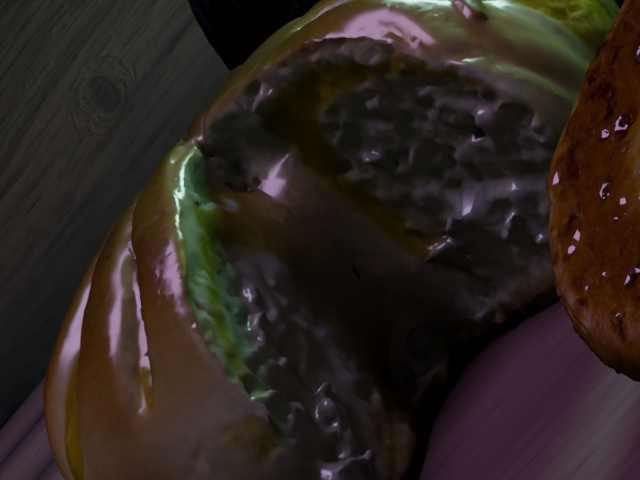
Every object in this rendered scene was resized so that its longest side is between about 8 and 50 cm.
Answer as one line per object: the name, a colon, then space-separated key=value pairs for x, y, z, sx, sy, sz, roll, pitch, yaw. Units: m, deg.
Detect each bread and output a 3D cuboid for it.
bread: x=0.000 y=0.000 z=0.837 sx=0.333 sy=0.160 sz=0.333 roll=-50 pitch=6 yaw=7
bread: x=0.137 y=-0.040 z=0.551 sx=0.193 sy=0.064 sz=0.193 roll=-52 pitch=22 yaw=31

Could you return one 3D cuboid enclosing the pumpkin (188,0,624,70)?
pumpkin: x=0.074 y=-0.189 z=1.046 sx=0.315 sy=0.238 sz=0.315 roll=-52 pitch=-12 yaw=-15
